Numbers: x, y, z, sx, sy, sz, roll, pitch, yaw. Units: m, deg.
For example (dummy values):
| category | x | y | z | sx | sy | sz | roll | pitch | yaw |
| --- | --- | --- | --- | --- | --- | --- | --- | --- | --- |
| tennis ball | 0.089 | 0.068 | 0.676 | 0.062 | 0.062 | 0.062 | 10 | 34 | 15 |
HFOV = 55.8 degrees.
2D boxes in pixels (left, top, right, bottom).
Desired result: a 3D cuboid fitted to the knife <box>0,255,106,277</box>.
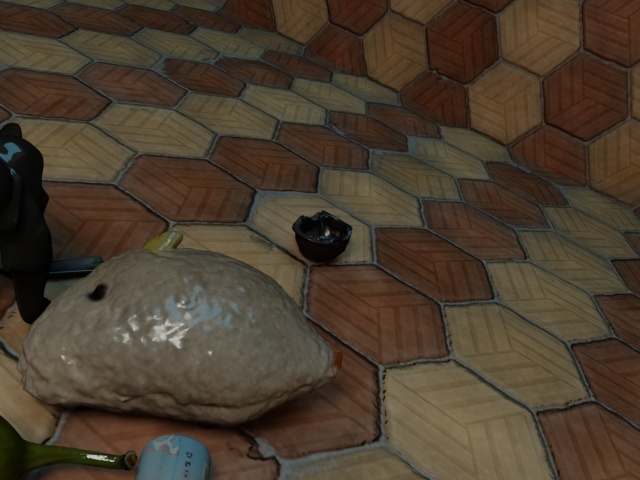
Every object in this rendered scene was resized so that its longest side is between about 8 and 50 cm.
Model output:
| category | x | y | z | sx | sy | sz | roll | pitch | yaw |
| --- | --- | --- | --- | --- | --- | --- | --- | --- | --- |
| knife | -0.347 | 0.037 | 0.888 | 0.230 | 0.028 | 0.060 | -3 | 25 | -30 |

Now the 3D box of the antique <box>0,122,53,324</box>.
| category | x | y | z | sx | sy | sz | roll | pitch | yaw |
| --- | --- | --- | --- | --- | --- | --- | --- | --- | --- |
| antique | -0.461 | -0.034 | 0.704 | 0.322 | 0.255 | 0.185 | 24 | 28 | 2 |

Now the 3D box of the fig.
| category | x | y | z | sx | sy | sz | roll | pitch | yaw |
| --- | --- | --- | --- | --- | --- | --- | --- | --- | --- |
| fig | -0.290 | 0.203 | 0.562 | 0.236 | 0.124 | 0.124 | 8 | 30 | -39 |

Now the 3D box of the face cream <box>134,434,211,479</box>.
| category | x | y | z | sx | sy | sz | roll | pitch | yaw |
| --- | --- | --- | --- | --- | --- | --- | --- | --- | --- |
| face cream | -0.146 | 0.287 | 0.539 | 0.075 | 0.075 | 0.229 | 13 | 30 | -12 |

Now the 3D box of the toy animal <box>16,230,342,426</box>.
| category | x | y | z | sx | sy | sz | roll | pitch | yaw |
| --- | --- | --- | --- | --- | --- | --- | --- | --- | --- |
| toy animal | -0.149 | 0.104 | 0.727 | 0.358 | 0.188 | 0.226 | 13 | 36 | -13 |

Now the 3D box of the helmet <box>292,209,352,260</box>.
| category | x | y | z | sx | sy | sz | roll | pitch | yaw |
| --- | --- | --- | --- | --- | --- | --- | --- | --- | --- |
| helmet | 0.000 | 0.000 | 1.103 | 0.098 | 0.070 | 0.123 | 32 | 38 | 32 |
